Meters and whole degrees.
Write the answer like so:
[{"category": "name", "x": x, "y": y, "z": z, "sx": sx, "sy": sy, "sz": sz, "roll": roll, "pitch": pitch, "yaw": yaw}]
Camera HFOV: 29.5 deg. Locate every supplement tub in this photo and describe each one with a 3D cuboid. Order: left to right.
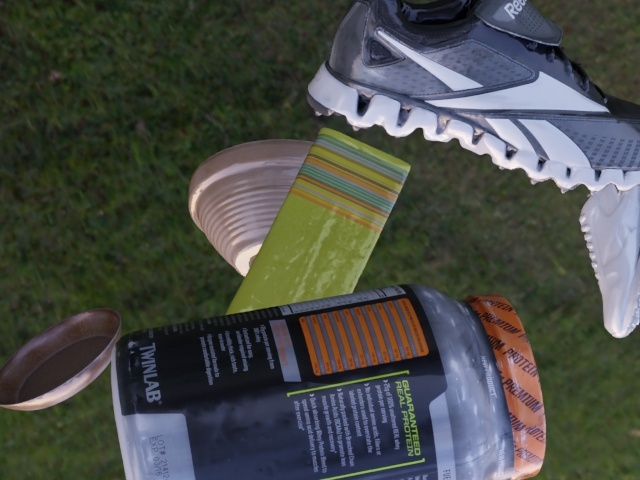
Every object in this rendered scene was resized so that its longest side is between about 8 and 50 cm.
[{"category": "supplement tub", "x": 0.004, "y": 0.142, "z": 0.963, "sx": 0.316, "sy": 0.193, "sz": 0.193, "roll": -9, "pitch": 135, "yaw": -7}]

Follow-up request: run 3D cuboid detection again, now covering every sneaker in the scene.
[{"category": "sneaker", "x": 0.115, "y": -0.097, "z": 0.712, "sx": 0.234, "sy": 0.078, "sz": 0.106, "roll": 15, "pitch": 117, "yaw": 0}, {"category": "sneaker", "x": 0.367, "y": 0.002, "z": 1.507, "sx": 0.090, "sy": 0.095, "sz": 0.235, "roll": 30, "pitch": 68, "yaw": -73}]

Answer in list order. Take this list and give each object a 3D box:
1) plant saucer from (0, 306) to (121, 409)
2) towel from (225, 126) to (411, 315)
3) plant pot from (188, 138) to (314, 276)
[{"category": "plant saucer", "x": -0.340, "y": 0.162, "z": 1.598, "sx": 0.199, "sy": 0.198, "sz": 0.036, "roll": -31, "pitch": 113, "yaw": -3}, {"category": "towel", "x": 0.000, "y": 0.000, "z": 1.203, "sx": 0.021, "sy": 0.102, "sz": 0.237, "roll": 107, "pitch": 8, "yaw": -65}, {"category": "plant pot", "x": -0.047, "y": -0.017, "z": 1.510, "sx": 0.237, "sy": 0.109, "sz": 0.237, "roll": -1, "pitch": 152, "yaw": 0}]
